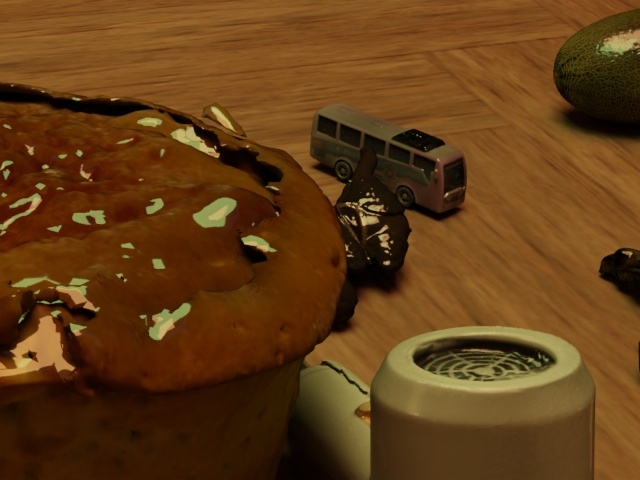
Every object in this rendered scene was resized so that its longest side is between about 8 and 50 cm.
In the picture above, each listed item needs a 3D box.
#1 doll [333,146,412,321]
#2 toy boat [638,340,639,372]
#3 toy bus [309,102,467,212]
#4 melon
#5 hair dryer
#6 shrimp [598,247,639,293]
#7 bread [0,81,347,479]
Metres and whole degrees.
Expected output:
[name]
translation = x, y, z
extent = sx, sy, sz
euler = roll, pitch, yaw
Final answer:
[doll]
translation = 0.000, 0.000, 1.296
extent = 0.139, 0.057, 0.165
euler = -5, 37, -19
[toy boat]
translation = 0.305, 0.067, 1.202
extent = 0.210, 0.052, 0.104
euler = 2, 7, -5
[toy bus]
translation = 0.051, -0.063, 1.424
extent = 0.130, 0.052, 0.037
euler = 24, 31, 34
[melon]
translation = 0.270, -0.142, 1.555
extent = 0.162, 0.099, 0.099
euler = -2, 28, -9
[hair dryer]
translation = 0.029, 0.105, 1.011
extent = 0.107, 0.173, 0.357
euler = -6, 16, -21
[shrimp]
translation = 0.294, 0.027, 1.283
extent = 0.148, 0.035, 0.195
euler = 1, 2, -37
[bread]
translation = -0.159, 0.044, 1.034
extent = 0.337, 0.204, 0.358
euler = -5, 25, -10
